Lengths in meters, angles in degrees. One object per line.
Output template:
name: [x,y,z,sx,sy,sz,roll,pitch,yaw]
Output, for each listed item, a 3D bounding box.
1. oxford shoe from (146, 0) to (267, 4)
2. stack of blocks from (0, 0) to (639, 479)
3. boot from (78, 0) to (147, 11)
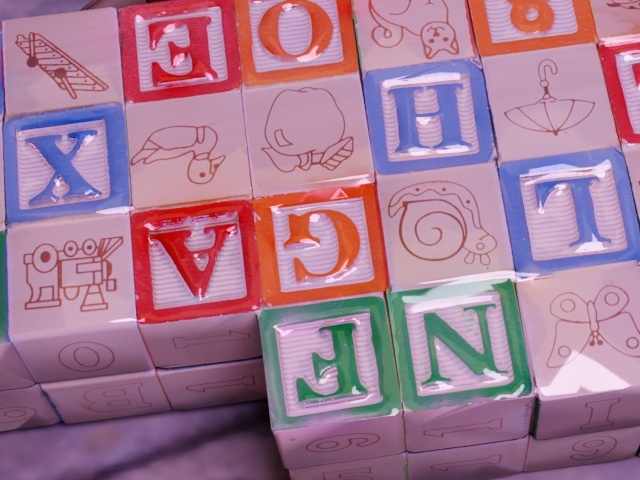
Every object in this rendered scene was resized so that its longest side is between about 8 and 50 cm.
oxford shoe: [0.028,-0.097,0.642,0.212,0.076,0.076,-6,29,-19]
stack of blocks: [0.000,0.000,0.578,0.297,0.087,0.171,-7,64,0]
boot: [-0.040,-0.080,0.680,0.118,0.042,0.087,-22,64,-3]
